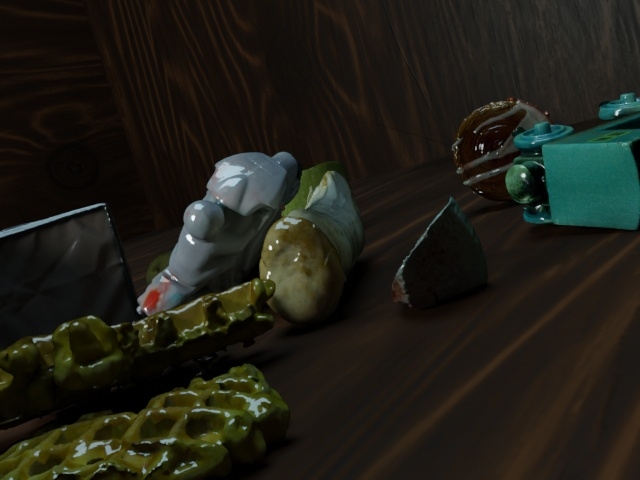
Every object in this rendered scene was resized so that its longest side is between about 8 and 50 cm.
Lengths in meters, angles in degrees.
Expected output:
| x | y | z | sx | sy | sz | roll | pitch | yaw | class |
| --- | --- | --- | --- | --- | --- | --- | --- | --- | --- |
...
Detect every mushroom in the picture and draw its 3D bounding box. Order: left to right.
| x | y | z | sx | sy | sz | roll | pitch | yaw | class |
| --- | --- | --- | --- | --- | --- | --- | --- | --- | --- |
| 0.000 | 0.000 | 0.872 | 0.095 | 0.122 | 0.351 | -4 | 14 | 7 | mushroom |

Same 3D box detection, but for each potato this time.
| x | y | z | sx | sy | sz | roll | pitch | yaw | class |
| --- | --- | --- | --- | --- | --- | --- | --- | --- | --- |
| -0.221 | 0.034 | 1.308 | 0.164 | 0.081 | 0.200 | -13 | 10 | 21 | potato |

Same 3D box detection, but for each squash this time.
| x | y | z | sx | sy | sz | roll | pitch | yaw | class |
| --- | --- | --- | --- | --- | --- | --- | --- | --- | --- |
| -0.043 | -0.049 | 1.376 | 0.220 | 0.133 | 0.220 | -21 | 3 | 1 | squash |

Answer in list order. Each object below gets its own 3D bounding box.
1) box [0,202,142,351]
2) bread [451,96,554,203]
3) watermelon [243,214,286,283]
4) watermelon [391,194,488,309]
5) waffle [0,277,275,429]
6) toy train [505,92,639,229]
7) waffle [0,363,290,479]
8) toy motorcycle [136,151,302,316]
| x | y | z | sx | sy | sz | roll | pitch | yaw | class |
| --- | --- | --- | --- | --- | --- | --- | --- | --- | --- |
| -0.394 | 0.068 | 1.037 | 0.252 | 0.188 | 0.153 | -17 | 4 | -23 | box |
| 0.279 | -0.133 | 1.127 | 0.160 | 0.160 | 0.073 | -15 | -3 | 12 | bread |
| -0.088 | 0.027 | 1.030 | 0.193 | 0.137 | 0.145 | -18 | 42 | -9 | watermelon |
| 0.109 | 0.020 | 0.711 | 0.094 | 0.081 | 0.180 | -31 | -12 | 11 | watermelon |
| -0.186 | 0.105 | 0.609 | 0.260 | 0.069 | 0.293 | -22 | -7 | 28 | waffle |
| 0.358 | -0.096 | 0.854 | 0.298 | 0.120 | 0.194 | -21 | 16 | -31 | toy train |
| -0.118 | 0.125 | 0.469 | 0.194 | 0.051 | 0.149 | -19 | 9 | -17 | waffle |
| -0.115 | -0.006 | 0.858 | 0.260 | 0.110 | 0.171 | -51 | -19 | -6 | toy motorcycle |
